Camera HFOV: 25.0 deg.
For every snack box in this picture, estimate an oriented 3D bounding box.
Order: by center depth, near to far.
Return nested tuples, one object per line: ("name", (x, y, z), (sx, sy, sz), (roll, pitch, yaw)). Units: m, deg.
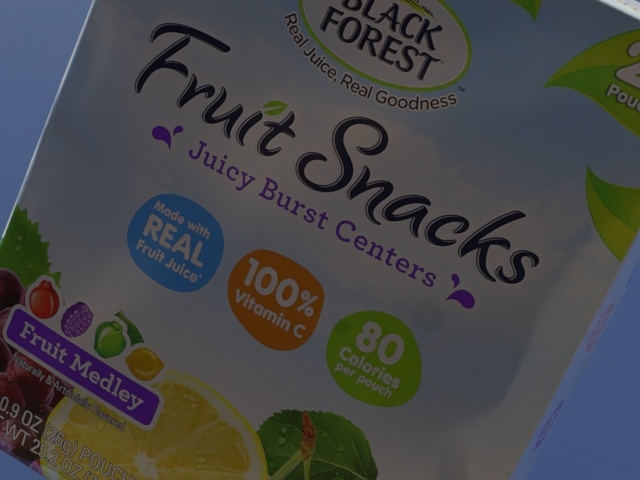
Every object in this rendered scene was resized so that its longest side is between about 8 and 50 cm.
("snack box", (0.000, 0.000, 0.437), (0.174, 0.070, 0.207), (28, -75, 15))
